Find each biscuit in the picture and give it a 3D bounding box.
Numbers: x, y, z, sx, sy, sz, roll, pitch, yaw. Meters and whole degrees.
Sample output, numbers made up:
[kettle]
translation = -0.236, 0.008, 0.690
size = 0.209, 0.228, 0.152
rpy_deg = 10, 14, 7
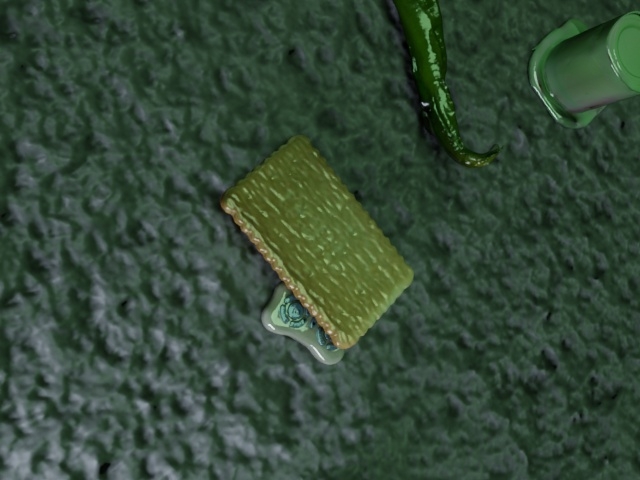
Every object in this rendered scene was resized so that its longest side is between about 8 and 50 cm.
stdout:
[biscuit]
translation = 0.000, 0.000, 1.035
size = 0.249, 0.030, 0.160
rpy_deg = 50, 60, -7

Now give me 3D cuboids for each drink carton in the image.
[drink carton]
translation = 0.408, -0.253, 1.182
size = 0.144, 0.142, 0.146
rpy_deg = -42, 103, -19

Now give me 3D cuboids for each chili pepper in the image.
[chili pepper]
translation = 0.153, -0.266, 1.114
size = 0.085, 0.076, 0.359
rpy_deg = -18, 89, -3

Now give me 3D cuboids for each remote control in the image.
[remote control]
translation = -0.013, 0.104, 1.039
size = 0.122, 0.032, 0.074
rpy_deg = 33, 74, -18
